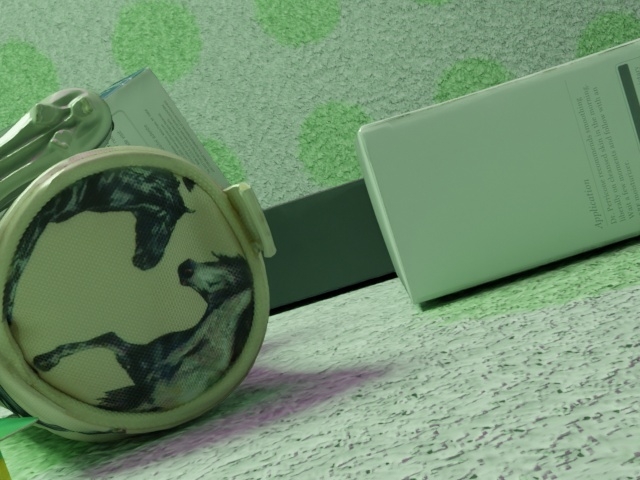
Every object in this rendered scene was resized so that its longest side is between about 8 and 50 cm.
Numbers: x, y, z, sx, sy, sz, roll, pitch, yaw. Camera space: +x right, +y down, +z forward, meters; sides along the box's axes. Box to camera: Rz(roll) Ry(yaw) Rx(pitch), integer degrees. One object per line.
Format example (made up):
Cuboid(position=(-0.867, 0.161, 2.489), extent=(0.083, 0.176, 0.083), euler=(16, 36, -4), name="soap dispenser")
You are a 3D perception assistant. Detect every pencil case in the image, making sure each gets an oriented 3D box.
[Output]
Cuboid(position=(-0.164, 0.040, 0.732), extent=(0.183, 0.160, 0.410), euler=(-41, 11, -20), name="pencil case")

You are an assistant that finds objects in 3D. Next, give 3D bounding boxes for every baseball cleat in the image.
Cuboid(position=(-0.249, -0.043, 0.810), extent=(0.205, 0.072, 0.109), euler=(-27, -10, -9), name="baseball cleat")

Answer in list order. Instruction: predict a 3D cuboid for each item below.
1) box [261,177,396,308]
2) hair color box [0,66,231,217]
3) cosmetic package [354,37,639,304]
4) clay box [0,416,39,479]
Cuboid(position=(0.000, 0.000, 1.084), extent=(0.261, 0.103, 0.184), euler=(-17, -1, 9), name="box")
Cuboid(position=(-0.273, -0.010, 1.085), extent=(0.347, 0.174, 0.105), euler=(-43, 19, -27), name="hair color box")
Cuboid(position=(0.151, -0.054, 0.829), extent=(0.224, 0.138, 0.224), euler=(-16, 3, 3), name="cosmetic package")
Cuboid(position=(-0.229, 0.132, 0.437), extent=(0.222, 0.053, 0.127), euler=(-16, 4, 25), name="clay box")
